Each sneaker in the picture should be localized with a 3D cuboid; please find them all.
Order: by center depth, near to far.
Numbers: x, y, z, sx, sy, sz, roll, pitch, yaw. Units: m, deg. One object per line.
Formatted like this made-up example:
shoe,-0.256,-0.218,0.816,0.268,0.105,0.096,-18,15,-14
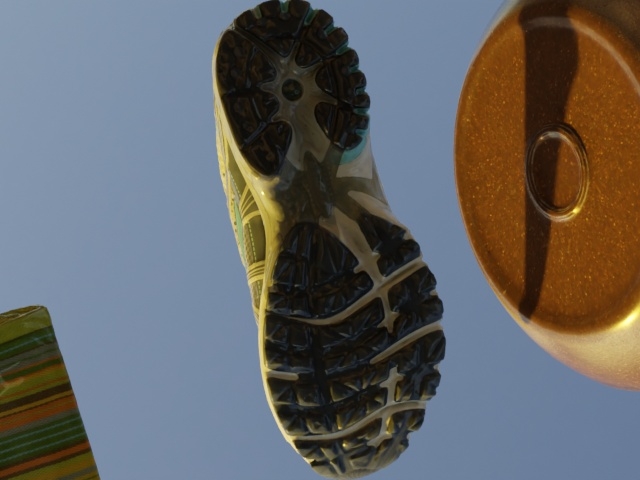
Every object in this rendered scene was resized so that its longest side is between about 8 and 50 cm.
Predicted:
sneaker,0.000,0.000,1.087,0.122,0.110,0.283,175,-95,-80

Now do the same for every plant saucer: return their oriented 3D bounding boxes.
plant saucer,0.113,-0.031,0.778,0.198,0.036,0.198,19,-67,54

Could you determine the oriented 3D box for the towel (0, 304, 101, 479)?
towel,-0.129,0.151,0.768,0.102,0.237,0.021,-20,-167,-15
